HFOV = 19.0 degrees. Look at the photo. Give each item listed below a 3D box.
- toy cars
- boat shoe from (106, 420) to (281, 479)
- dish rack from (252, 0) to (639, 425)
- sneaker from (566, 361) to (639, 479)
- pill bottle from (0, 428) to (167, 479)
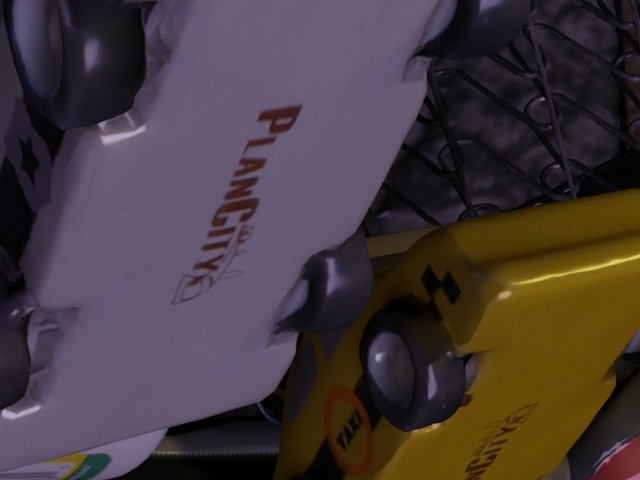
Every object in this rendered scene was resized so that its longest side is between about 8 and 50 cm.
[{"bbox_3d":[0.000,0.000,0.498,0.176,0.087,0.393,-33,152,5],"label":"toy cars"},{"bbox_3d":[-0.088,0.127,0.683,0.303,0.091,0.114,-7,125,-25],"label":"boat shoe"},{"bbox_3d":[0.047,-0.054,0.644,0.208,0.074,0.271,-28,130,-10],"label":"dish rack"},{"bbox_3d":[0.182,0.117,0.758,0.097,0.135,0.276,-45,146,17],"label":"sneaker"},{"bbox_3d":[-0.152,0.014,0.550,0.208,0.117,0.117,1,122,-30],"label":"pill bottle"}]
